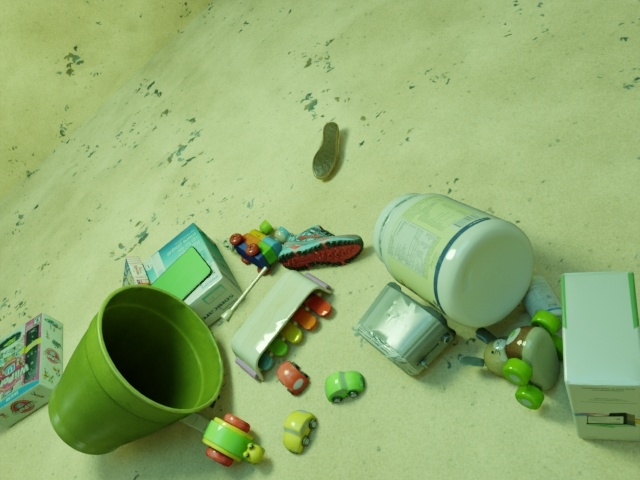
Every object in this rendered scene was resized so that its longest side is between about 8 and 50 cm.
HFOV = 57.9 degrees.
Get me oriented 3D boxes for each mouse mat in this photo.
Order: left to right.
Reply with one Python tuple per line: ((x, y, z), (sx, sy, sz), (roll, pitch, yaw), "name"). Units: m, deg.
((-0.410, 0.115, 1.678), (0.189, 0.007, 0.152), (-44, 46, -4), "mouse mat")

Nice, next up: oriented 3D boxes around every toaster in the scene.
((0.184, 0.200, 1.330), (0.146, 0.129, 0.227), (-49, 47, -7), "toaster")

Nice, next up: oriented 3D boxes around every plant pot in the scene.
((-0.504, 0.363, 1.493), (0.353, 0.366, 0.367), (-41, 42, 22), "plant pot")

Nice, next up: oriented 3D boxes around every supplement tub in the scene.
((0.283, 0.028, 1.301), (0.235, 0.235, 0.325), (-44, 31, -6), "supplement tub")
((0.473, 0.135, 1.238), (0.071, 0.071, 0.107), (-26, 45, 12), "supplement tub")

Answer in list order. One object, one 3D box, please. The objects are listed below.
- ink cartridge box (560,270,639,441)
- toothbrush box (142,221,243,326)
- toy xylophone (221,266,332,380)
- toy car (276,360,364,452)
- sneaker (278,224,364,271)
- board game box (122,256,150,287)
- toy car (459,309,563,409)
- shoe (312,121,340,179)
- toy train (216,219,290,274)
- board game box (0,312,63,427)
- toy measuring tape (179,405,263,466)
((0.498, 0.211, 1.019), (0.117, 0.278, 0.202), (-5, 54, 26), "ink cartridge box")
((-0.391, 0.121, 1.754), (0.216, 0.126, 0.296), (-38, 46, 1), "toothbrush box")
((-0.127, 0.199, 1.557), (0.323, 0.081, 0.236), (-45, 45, -6), "toy xylophone")
((-0.007, 0.359, 1.376), (0.224, 0.053, 0.239), (-24, 47, 15), "toy car")
((0.000, 0.000, 1.619), (0.261, 0.104, 0.125), (-9, 50, 27), "sneaker")
((-0.583, 0.170, 1.810), (0.147, 0.045, 0.194), (52, 133, 45), "board game box")
((0.381, 0.228, 1.186), (0.188, 0.149, 0.155), (6, 47, 49), "toy car")
((0.025, -0.280, 1.863), (0.076, 0.058, 0.219), (8, 63, 13), "shoe")
((-0.204, -0.010, 1.764), (0.143, 0.105, 0.248), (-43, 44, -19), "toy train")
((-0.969, 0.420, 1.905), (0.224, 0.097, 0.303), (-33, 46, 6), "board game box")
((-0.270, 0.463, 1.418), (0.330, 0.121, 0.121), (12, 63, 38), "toy measuring tape")
